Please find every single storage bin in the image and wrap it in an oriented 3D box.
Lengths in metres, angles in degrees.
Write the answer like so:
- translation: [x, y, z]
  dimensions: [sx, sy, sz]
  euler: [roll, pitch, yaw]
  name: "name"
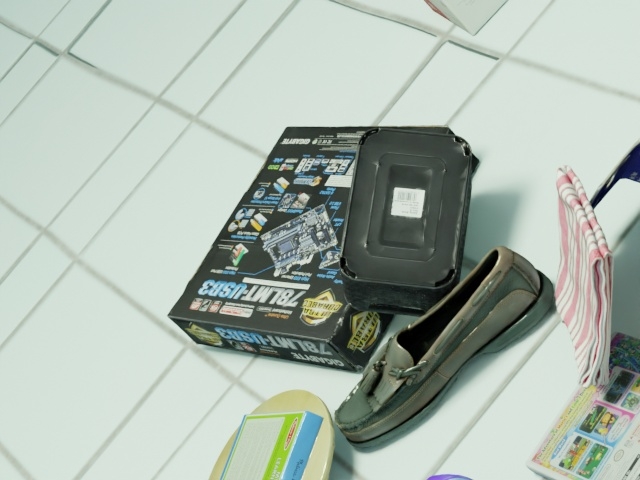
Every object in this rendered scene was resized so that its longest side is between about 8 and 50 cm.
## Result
- translation: [0.092, -0.019, 1.940]
  dimensions: [0.122, 0.084, 0.180]
  euler: [6, 66, 8]
  name: "storage bin"

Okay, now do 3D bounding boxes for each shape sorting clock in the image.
- translation: [-0.056, 0.252, 1.921]
  dimensions: [0.206, 0.040, 0.206]
  euler: [-42, 31, 32]
  name: "shape sorting clock"

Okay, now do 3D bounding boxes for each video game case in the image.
- translation: [0.277, 0.164, 1.670]
  dimensions: [0.157, 0.019, 0.143]
  euler: [-54, 33, -11]
  name: "video game case"

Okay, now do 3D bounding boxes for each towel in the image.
- translation: [0.241, 0.031, 1.726]
  dimensions: [0.029, 0.144, 0.197]
  euler: [-3, 28, -3]
  name: "towel"

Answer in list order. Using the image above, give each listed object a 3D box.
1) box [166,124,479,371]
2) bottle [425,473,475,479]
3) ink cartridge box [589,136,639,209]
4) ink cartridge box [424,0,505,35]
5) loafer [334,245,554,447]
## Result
- translation: [0.000, 0.000, 2.109]
  dimensions: [0.295, 0.073, 0.293]
  euler: [4, 58, 49]
  name: "box"
- translation: [0.193, 0.273, 1.552]
  dimensions: [0.283, 0.118, 0.092]
  euler: [10, 70, 54]
  name: "bottle"
- translation: [0.393, -0.157, 1.757]
  dimensions: [0.371, 0.069, 0.176]
  euler: [-47, -8, -5]
  name: "ink cartridge box"
- translation: [0.126, -0.348, 2.227]
  dimensions: [0.067, 0.198, 0.115]
  euler: [-46, 32, 0]
  name: "ink cartridge box"
- translation: [0.109, 0.102, 1.863]
  dimensions: [0.267, 0.084, 0.096]
  euler: [-39, 33, 11]
  name: "loafer"
